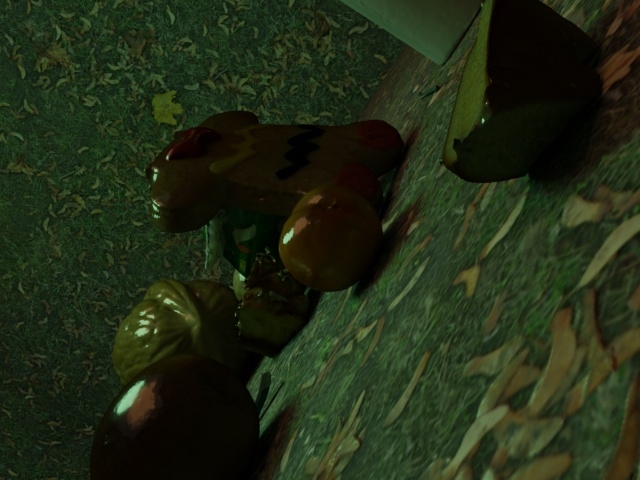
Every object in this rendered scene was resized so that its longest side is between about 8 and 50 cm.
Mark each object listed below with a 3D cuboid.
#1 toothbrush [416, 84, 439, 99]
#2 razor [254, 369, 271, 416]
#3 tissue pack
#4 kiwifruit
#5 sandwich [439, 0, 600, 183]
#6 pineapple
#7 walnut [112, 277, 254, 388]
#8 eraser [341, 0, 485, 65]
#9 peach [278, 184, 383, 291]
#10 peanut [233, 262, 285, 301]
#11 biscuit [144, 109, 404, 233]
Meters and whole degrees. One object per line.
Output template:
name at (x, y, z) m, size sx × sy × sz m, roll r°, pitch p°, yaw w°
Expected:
toothbrush at (0.204, -0.285, 1.374) m, size 0.011 × 0.014 × 0.167 m, roll -49°, pitch 6°, yaw 2°
razor at (-0.120, 0.275, 1.031) m, size 0.191 × 0.037 × 0.068 m, roll -56°, pitch 1°, yaw -3°
tissue pack at (-0.155, -0.045, 1.332) m, size 0.156 × 0.148 × 0.209 m, roll -27°, pitch -33°, yaw -32°
kiwifruit at (-0.186, 0.260, 0.899) m, size 0.234 × 0.196 × 0.196 m, roll -50°, pitch 8°, yaw 27°
sandwich at (0.156, -0.121, 0.563) m, size 0.244 × 0.088 × 0.090 m, roll -70°, pitch 4°, yaw -48°
pineapple at (-0.089, 0.113, 1.248) m, size 0.236 × 0.115 × 0.186 m, roll -111°, pitch 41°, yaw -82°
walnut at (-0.280, 0.220, 1.513) m, size 0.332 × 0.333 × 0.333 m, roll -57°, pitch 6°, yaw 9°
eraser at (0.178, -0.495, 1.428) m, size 0.174 × 0.270 × 0.095 m, roll -58°, pitch 4°, yaw 2°
peach at (0.016, -0.006, 0.916) m, size 0.138 × 0.138 × 0.138 m, roll -57°, pitch 6°, yaw 9°
peanut at (-0.089, 0.047, 1.500) m, size 0.122 × 0.137 × 0.253 m, roll -56°, pitch 3°, yaw 41°
biscuit at (-0.080, -0.126, 1.178) m, size 0.368 × 0.394 × 0.076 m, roll -64°, pitch -22°, yaw -53°
